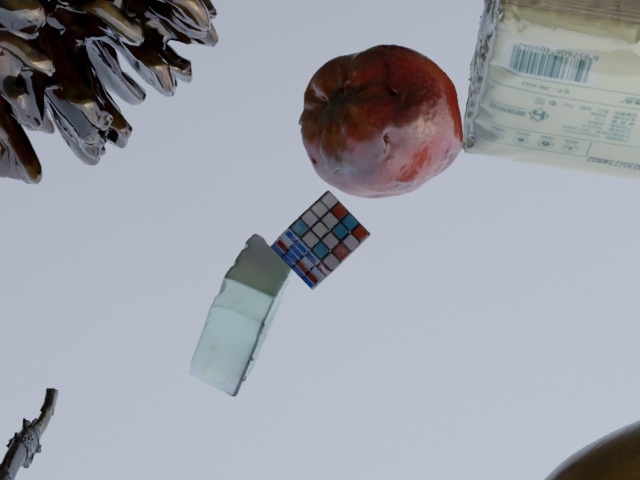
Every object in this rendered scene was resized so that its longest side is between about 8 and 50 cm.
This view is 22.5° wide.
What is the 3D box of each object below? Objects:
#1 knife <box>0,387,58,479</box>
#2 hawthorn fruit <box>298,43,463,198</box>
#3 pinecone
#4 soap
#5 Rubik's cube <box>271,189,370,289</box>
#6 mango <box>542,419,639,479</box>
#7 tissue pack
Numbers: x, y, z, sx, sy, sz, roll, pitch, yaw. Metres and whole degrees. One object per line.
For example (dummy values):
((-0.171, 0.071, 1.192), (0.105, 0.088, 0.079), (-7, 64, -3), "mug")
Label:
((-0.256, 0.178, 1.377), (0.021, 0.046, 0.222), (-14, -156, 9), "knife")
((0.068, -0.116, 1.683), (0.173, 0.179, 0.174), (-7, -119, 14), "hawthorn fruit")
((-0.279, -0.231, 1.435), (0.397, 0.398, 0.398), (-15, -154, 7), "pinecone")
((-0.119, 0.121, 2.478), (0.091, 0.230, 0.145), (26, -134, 5), "soap")
((0.000, 0.000, 2.341), (0.092, 0.092, 0.092), (-43, 179, -26), "Rubik's cube")
((0.360, 0.301, 1.723), (0.263, 0.378, 0.221), (-1, -127, -31), "mango")
((0.378, -0.220, 1.977), (0.380, 0.297, 0.207), (10, -124, -1), "tissue pack")
